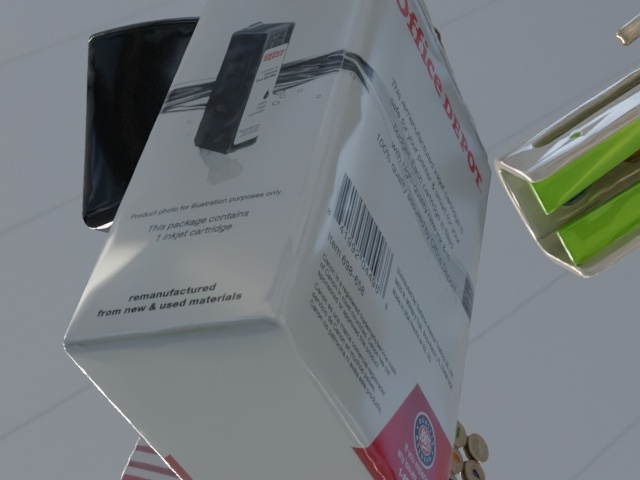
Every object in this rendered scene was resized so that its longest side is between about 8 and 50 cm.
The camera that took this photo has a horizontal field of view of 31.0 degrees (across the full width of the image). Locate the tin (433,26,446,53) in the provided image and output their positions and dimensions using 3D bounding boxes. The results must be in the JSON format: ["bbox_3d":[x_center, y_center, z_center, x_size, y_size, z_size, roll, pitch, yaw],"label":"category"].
[{"bbox_3d":[0.048,-0.180,1.273,0.190,0.040,0.106,-20,-146,10],"label":"tin"}]

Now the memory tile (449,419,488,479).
[{"bbox_3d":[0.149,0.265,1.323,0.113,0.012,0.148,40,-141,-22],"label":"memory tile"}]

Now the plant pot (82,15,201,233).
[{"bbox_3d":[-0.085,-0.099,1.035,0.188,0.167,0.187,17,-114,-47],"label":"plant pot"}]

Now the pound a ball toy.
[{"bbox_3d":[0.317,-0.143,1.117,0.319,0.136,0.208,-34,-72,-4],"label":"pound a ball toy"}]

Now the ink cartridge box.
[{"bbox_3d":[0.000,0.000,0.615,0.197,0.114,0.272,60,-146,-40],"label":"ink cartridge box"}]

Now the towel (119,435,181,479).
[{"bbox_3d":[-0.102,0.196,0.969,0.029,0.144,0.197,50,-124,-46],"label":"towel"}]
